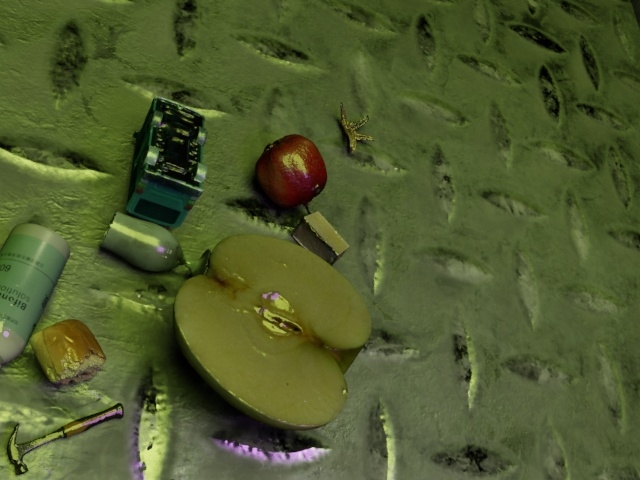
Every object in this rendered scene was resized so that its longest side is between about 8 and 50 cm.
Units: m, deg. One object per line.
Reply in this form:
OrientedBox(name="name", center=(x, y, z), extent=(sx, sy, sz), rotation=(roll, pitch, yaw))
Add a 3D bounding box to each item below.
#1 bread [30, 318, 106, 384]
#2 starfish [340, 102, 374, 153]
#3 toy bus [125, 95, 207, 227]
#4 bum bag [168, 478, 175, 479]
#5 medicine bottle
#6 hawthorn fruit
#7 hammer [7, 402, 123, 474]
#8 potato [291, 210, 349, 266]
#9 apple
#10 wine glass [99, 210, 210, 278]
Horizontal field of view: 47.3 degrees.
OrientedBox(name="bread", center=(-0.425, 0.188, 1.248), extent=(0.106, 0.082, 0.125), rotation=(65, 11, 9))
OrientedBox(name="starfish", center=(0.078, -0.295, 1.885), extent=(0.130, 0.041, 0.133), rotation=(56, 44, -4))
OrientedBox(name="toy bus", center=(-0.310, -0.161, 1.473), extent=(0.128, 0.147, 0.256), rotation=(20, 38, -24))
OrientedBox(name="bum bag", center=(-0.243, 0.505, 1.235), extent=(0.087, 0.049, 0.197), rotation=(3, 64, -25))
OrientedBox(name="medicine bottle", center=(-0.535, 0.138, 1.218), extent=(0.110, 0.110, 0.351), rotation=(26, 53, -17))
OrientedBox(name="hawthorn fruit", center=(-0.057, -0.140, 1.656), extent=(0.157, 0.157, 0.193), rotation=(-34, 103, -40))
OrientedBox(name="hammer", center=(-0.430, 0.319, 1.240), extent=(0.201, 0.021, 0.078), rotation=(-18, 75, -38))
OrientedBox(name="potato", center=(0.002, 0.001, 1.647), extent=(0.122, 0.086, 0.061), rotation=(46, 52, 6))
OrientedBox(name="apple", center=(-0.092, 0.160, 1.376), extent=(0.360, 0.320, 0.311), rotation=(33, 90, -5))
OrientedBox(name="wine glass", center=(-0.324, 0.017, 1.429), extent=(0.202, 0.093, 0.092), rotation=(24, 54, -20))
